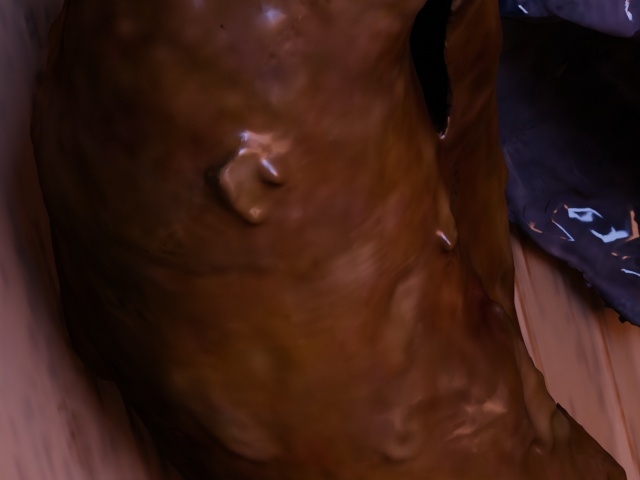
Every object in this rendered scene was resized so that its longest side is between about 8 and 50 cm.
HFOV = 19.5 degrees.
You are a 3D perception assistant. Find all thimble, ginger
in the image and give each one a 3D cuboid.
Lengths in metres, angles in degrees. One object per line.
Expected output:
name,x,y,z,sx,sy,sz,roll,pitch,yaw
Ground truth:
thimble,0.151,-0.080,0.709,0.172,0.205,0.236,-57,144,-19
ginger,0.000,0.000,0.615,0.165,0.172,0.321,-54,136,-40
